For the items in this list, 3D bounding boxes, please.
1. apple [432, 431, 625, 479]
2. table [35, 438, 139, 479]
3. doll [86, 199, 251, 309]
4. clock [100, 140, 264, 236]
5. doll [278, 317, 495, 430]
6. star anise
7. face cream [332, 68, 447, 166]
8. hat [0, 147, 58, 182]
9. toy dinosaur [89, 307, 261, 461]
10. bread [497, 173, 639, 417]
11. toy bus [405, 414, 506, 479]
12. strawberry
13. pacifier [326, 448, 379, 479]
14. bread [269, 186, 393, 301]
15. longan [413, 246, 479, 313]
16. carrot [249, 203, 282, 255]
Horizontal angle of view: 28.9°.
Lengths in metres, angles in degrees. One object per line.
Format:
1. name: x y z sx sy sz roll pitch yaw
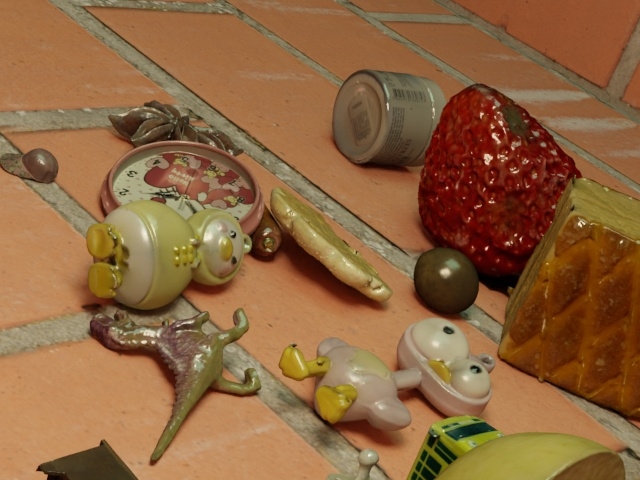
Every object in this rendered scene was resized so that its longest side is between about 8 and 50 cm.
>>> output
1. apple: 0.184 0.336 1.157 0.257 0.233 0.295 -33 97 -30
2. table: -0.228 0.252 1.200 0.082 0.070 0.083 -9 40 -43
3. doll: -0.189 0.013 1.634 0.117 0.141 0.296 -5 3 44
4. clock: -0.202 -0.063 1.832 0.244 0.056 0.244 7 39 -6
5. doll: 0.105 0.176 1.606 0.365 0.094 0.160 -5 39 -44
6. star anise: -0.243 -0.166 2.030 0.212 0.073 0.197 31 22 23
7. face cream: 0.129 -0.230 2.347 0.152 0.177 0.177 1 32 -35
8. hat: -0.424 -0.118 1.814 0.087 0.042 0.058 26 24 8
9. toy dinosaur: -0.159 0.160 1.473 0.199 0.072 0.251 -7 49 -31
10. bread: 0.443 0.090 1.858 0.279 0.279 0.207 27 23 2
11. toy bus: 0.141 0.275 1.337 0.088 0.175 0.101 -2 31 -43
12. strawberry: 0.312 -0.098 2.088 0.291 0.310 0.292 16 22 -6
13. pacifier: 0.048 0.266 1.412 0.083 0.064 0.068 13 9 -21
14. bread: 0.000 0.000 1.862 0.182 0.039 0.251 30 13 -48
15. longan: 0.195 0.066 1.913 0.106 0.106 0.119 42 -11 36
16. carrot: -0.103 -0.043 1.922 0.059 0.059 0.248 13 22 -20
